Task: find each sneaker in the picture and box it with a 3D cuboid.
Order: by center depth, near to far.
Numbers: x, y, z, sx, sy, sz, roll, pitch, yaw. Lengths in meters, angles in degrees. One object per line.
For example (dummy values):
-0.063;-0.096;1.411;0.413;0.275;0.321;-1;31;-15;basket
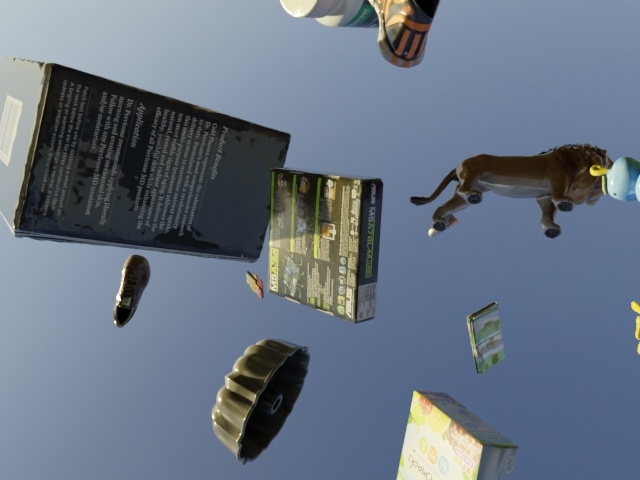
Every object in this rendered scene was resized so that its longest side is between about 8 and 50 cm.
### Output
0.170;-0.501;1.083;0.125;0.180;0.321;-2;-118;-15;sneaker
-0.446;0.124;1.349;0.066;0.188;0.071;13;-151;-18;sneaker
0.366;-0.058;1.755;0.061;0.064;0.158;-31;176;37;sneaker

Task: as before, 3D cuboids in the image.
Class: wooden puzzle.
-0.136;0.092;1.185;0.006;0.083;0.049;-36;-115;-25;wooden puzzle

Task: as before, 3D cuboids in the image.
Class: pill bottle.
0.087;-0.611;1.353;0.361;0.204;0.204;-15;-143;-38;pill bottle

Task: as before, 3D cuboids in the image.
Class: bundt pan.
-0.163;0.396;1.475;0.124;0.330;0.331;23;-133;19;bundt pan

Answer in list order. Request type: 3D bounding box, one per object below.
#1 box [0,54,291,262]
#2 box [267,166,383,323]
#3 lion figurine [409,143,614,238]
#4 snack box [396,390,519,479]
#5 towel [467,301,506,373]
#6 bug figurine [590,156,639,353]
-0.407;-0.174;1.208;0.472;0.297;0.480;11;-171;-40;box
0.000;0.000;0.788;0.045;0.190;0.184;-7;-166;-41;box
0.397;-0.125;1.175;0.393;0.142;0.240;10;-133;14;lion figurine
0.203;0.354;0.887;0.070;0.174;0.207;9;-175;-18;snack box
0.414;0.240;1.407;0.113;0.151;0.023;-20;-168;-33;towel
0.345;0.033;0.472;0.072;0.279;0.216;-45;-146;-18;bug figurine
